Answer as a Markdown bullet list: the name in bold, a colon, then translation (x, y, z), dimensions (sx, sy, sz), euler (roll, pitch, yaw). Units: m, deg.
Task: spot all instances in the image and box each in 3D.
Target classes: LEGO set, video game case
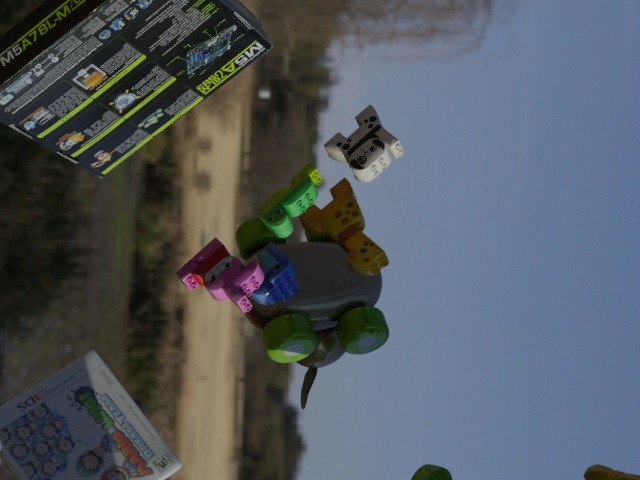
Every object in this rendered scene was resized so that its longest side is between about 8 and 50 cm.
- **LEGO set**: translation (0.000, 0.000, 1.307), dimensions (0.093, 0.227, 0.087), euler (42, -11, 35)
- **video game case**: translation (-0.244, 0.208, 1.527), dimensions (0.157, 0.143, 0.019), euler (50, -29, 13)

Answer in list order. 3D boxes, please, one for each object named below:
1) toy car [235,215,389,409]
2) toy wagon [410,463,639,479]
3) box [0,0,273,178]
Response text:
- **toy car**: translation (-0.022, 0.087, 1.573), dimensions (0.188, 0.149, 0.155), euler (106, -27, -50)
- **toy wagon**: translation (0.183, 0.261, 1.312), dimensions (0.267, 0.344, 0.068), euler (11, -81, 39)
- **box**: translation (-0.156, -0.144, 1.184), dimensions (0.045, 0.191, 0.184), euler (58, 12, 24)
